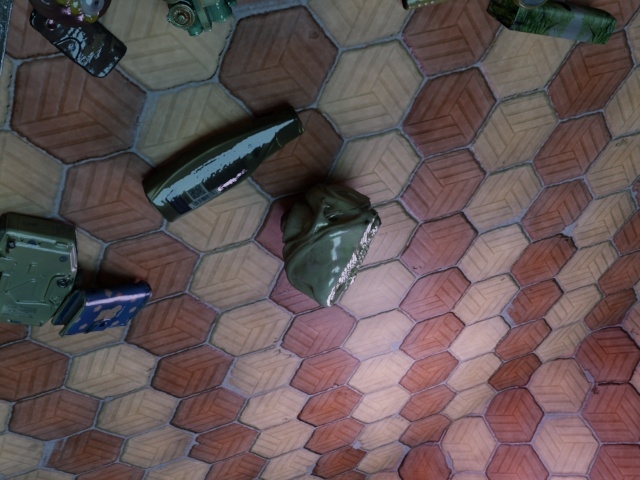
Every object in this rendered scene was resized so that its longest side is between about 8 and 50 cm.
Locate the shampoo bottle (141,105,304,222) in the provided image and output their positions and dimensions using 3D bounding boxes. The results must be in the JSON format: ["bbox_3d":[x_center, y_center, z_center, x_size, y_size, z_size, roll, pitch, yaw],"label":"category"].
[{"bbox_3d":[-0.194,-0.166,1.329,0.350,0.084,0.125,-31,140,4],"label":"shampoo bottle"}]

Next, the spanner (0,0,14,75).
[{"bbox_3d":[-0.518,-0.345,1.036,0.093,0.026,0.325,6,130,-32],"label":"spanner"}]

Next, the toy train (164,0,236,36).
[{"bbox_3d":[-0.211,-0.432,1.045,0.125,0.080,0.194,-13,137,6],"label":"toy train"}]

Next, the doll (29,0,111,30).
[{"bbox_3d":[-0.374,-0.410,0.972,0.145,0.096,0.188,-27,149,-55],"label":"doll"}]

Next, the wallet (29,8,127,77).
[{"bbox_3d":[-0.408,-0.346,1.080,0.082,0.018,0.157,-51,136,-3],"label":"wallet"}]

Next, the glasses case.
[{"bbox_3d":[0.493,-0.475,1.354,0.272,0.095,0.062,-2,131,-26],"label":"glasses case"}]

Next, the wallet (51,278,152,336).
[{"bbox_3d":[-0.496,0.156,1.461,0.141,0.059,0.202,-45,163,22],"label":"wallet"}]

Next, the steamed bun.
[{"bbox_3d":[0.000,0.000,1.496,0.280,0.207,0.268,-67,166,14],"label":"steamed bun"}]

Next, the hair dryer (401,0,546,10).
[{"bbox_3d":[0.297,-0.488,1.230,0.279,0.134,0.090,-13,137,0],"label":"hair dryer"}]

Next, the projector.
[{"bbox_3d":[-0.612,0.078,1.362,0.194,0.088,0.269,13,126,-32],"label":"projector"}]
